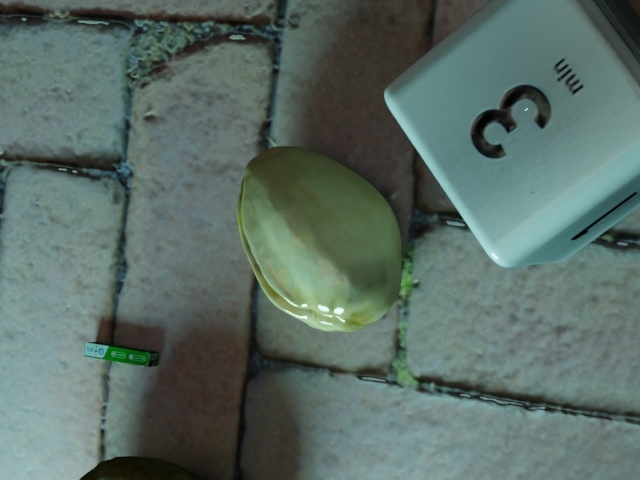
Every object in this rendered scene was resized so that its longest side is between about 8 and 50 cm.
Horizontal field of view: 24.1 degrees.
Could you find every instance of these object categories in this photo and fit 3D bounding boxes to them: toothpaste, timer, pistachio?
[{"bbox_3d":[-0.215,0.122,1.613,0.083,0.020,0.017,7,93,26],"label":"toothpaste"},{"bbox_3d":[0.205,-0.108,1.305,0.195,0.194,0.192,-39,75,22],"label":"timer"},{"bbox_3d":[0.000,0.000,1.459,0.145,0.117,0.200,-28,68,-15],"label":"pistachio"}]

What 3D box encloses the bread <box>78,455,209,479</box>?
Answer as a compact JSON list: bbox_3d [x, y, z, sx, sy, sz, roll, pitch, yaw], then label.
[{"bbox_3d":[-0.170,0.333,1.542,0.230,0.123,0.230,3,97,23],"label":"bread"}]
